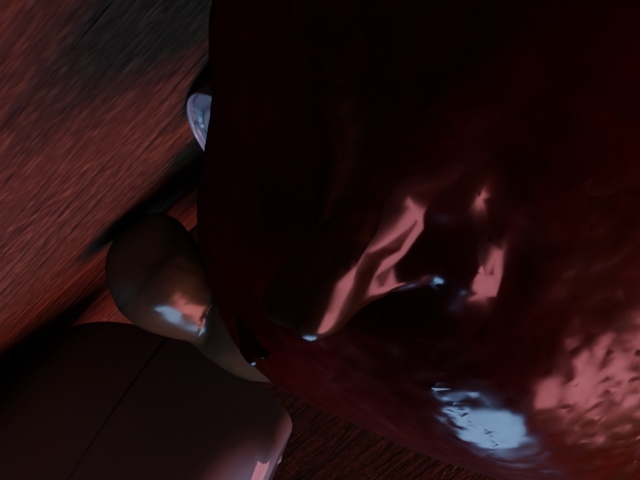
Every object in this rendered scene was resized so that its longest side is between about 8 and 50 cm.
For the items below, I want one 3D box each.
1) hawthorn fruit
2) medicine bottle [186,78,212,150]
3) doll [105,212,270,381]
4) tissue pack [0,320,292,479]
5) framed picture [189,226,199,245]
[{"bbox_3d":[0.086,-0.049,0.523,0.295,0.295,0.311,-43,149,8],"label":"hawthorn fruit"},{"bbox_3d":[0.114,-0.173,0.760,0.426,0.108,0.108,-44,178,-17],"label":"medicine bottle"},{"bbox_3d":[0.000,0.000,0.968,0.235,0.174,0.330,-33,-176,28],"label":"doll"},{"bbox_3d":[-0.182,0.217,0.990,0.333,0.236,0.229,-62,175,-54],"label":"tissue pack"},{"bbox_3d":[-0.056,-0.018,1.332,0.240,0.020,0.324,-43,173,-1],"label":"framed picture"}]
